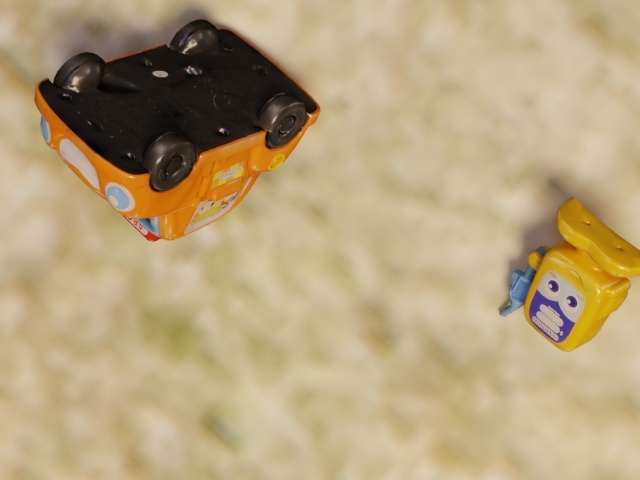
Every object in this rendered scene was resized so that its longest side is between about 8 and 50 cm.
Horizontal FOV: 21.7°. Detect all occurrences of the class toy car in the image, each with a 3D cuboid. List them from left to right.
[{"bbox_3d":[0.000,0.000,0.343,0.122,0.060,0.040,30,130,11],"label":"toy car"}]
